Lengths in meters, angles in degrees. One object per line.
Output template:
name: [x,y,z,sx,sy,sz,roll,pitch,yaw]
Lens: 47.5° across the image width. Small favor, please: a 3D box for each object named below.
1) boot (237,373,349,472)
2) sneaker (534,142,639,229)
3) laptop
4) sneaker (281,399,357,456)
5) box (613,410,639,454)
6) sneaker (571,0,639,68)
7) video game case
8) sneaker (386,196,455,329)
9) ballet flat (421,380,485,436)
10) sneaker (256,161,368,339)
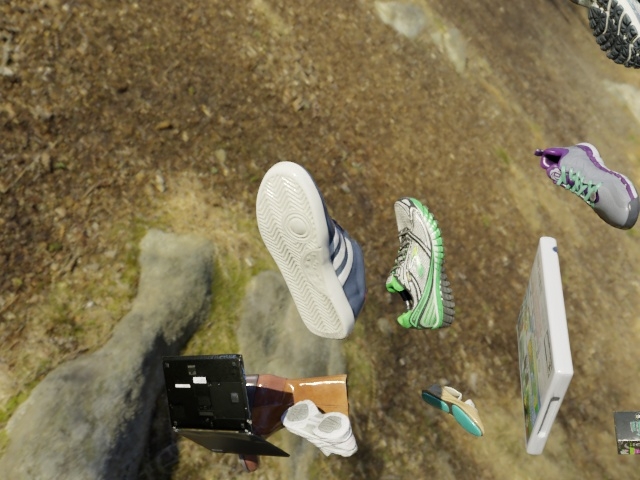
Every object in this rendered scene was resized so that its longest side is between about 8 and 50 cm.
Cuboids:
boot: [-0.065,0.462,1.833,0.096,0.280,0.264,-49,141,-88]
sneaker: [0.420,-0.085,1.166,0.098,0.083,0.223,0,31,-8]
laptop: [-0.212,0.374,1.636,0.136,0.234,0.264,-10,92,-58]
sneaker: [-0.004,0.451,1.695,0.090,0.232,0.115,-39,116,-27]
box: [0.515,0.307,1.161,0.062,0.083,0.052,61,29,-48]
sneaker: [0.557,-0.447,1.342,0.110,0.122,0.283,90,-21,-69]
video game case: [0.444,0.211,1.462,0.036,0.300,0.329,4,47,6]
sneaker: [0.233,0.057,1.819,0.146,0.134,0.343,-9,82,-10]
ballet flat: [0.377,0.452,2.001,0.073,0.232,0.080,-33,128,-24]
sneaker: [0.000,0.000,1.263,0.148,0.131,0.350,-50,136,-42]
